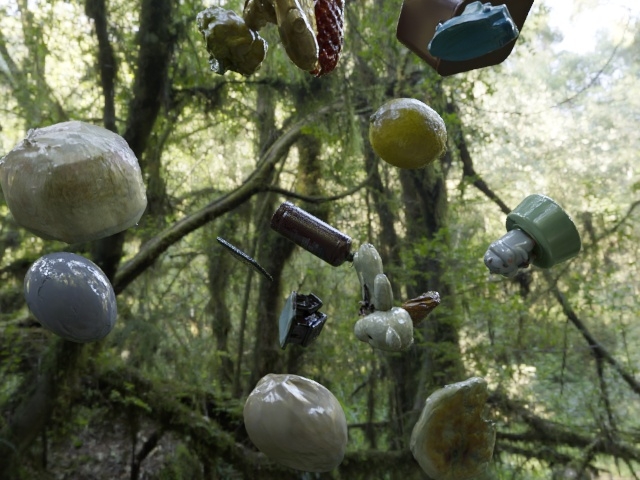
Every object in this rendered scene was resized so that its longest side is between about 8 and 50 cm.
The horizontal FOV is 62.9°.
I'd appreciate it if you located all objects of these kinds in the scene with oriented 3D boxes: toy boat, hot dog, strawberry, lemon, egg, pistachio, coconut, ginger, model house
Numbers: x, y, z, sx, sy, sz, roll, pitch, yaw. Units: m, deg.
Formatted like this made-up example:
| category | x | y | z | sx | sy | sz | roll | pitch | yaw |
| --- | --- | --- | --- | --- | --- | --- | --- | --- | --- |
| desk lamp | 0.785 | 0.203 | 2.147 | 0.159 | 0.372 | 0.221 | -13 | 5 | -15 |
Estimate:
| category | x | y | z | sx | sy | sz | roll | pitch | yaw |
| --- | --- | --- | --- | --- | --- | --- | --- | --- | --- |
| toy boat | 0.313 | -0.434 | 1.083 | 0.215 | 0.102 | 0.088 | 1 | -43 | 52 |
| hot dog | 0.275 | 0.188 | 1.455 | 0.099 | 0.065 | 0.147 | -19 | -27 | -26 |
| strawberry | 0.016 | -0.731 | 1.793 | 0.149 | 0.336 | 0.265 | -9 | -1 | -17 |
| lemon | 0.316 | -0.376 | 1.872 | 0.320 | 0.245 | 0.245 | 20 | -22 | -22 |
| egg | -0.484 | 0.111 | 1.023 | 0.146 | 0.198 | 0.146 | -43 | -6 | -5 |
| pistachio | -0.052 | 0.482 | 1.378 | 0.332 | 0.226 | 0.208 | 39 | -10 | -21 |
| coconut | -0.563 | -0.139 | 1.197 | 0.297 | 0.254 | 0.297 | -8 | 17 | 2 |
| ginger | -0.124 | -0.670 | 1.412 | 0.122 | 0.363 | 0.348 | -21 | -38 | -14 |
| model house | -0.044 | 0.247 | 1.623 | 0.152 | 0.165 | 0.106 | 11 | 25 | -27 |

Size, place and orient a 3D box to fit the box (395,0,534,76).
| category | x | y | z | sx | sy | sz | roll | pitch | yaw |
| --- | --- | --- | --- | --- | --- | --- | --- | --- | --- |
| box | 0.431 | -0.681 | 1.603 | 0.339 | 0.229 | 0.239 | -20 | -38 | -29 |

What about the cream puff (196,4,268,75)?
| category | x | y | z | sx | sy | sz | roll | pitch | yaw |
| --- | --- | --- | --- | --- | --- | --- | --- | --- | --- |
| cream puff | -0.320 | -0.659 | 1.789 | 0.282 | 0.185 | 0.282 | 30 | 1 | -1 |

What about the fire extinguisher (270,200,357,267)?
| category | x | y | z | sx | sy | sz | roll | pitch | yaw |
| --- | --- | --- | --- | --- | --- | --- | --- | --- | --- |
| fire extinguisher | 0.000 | 0.000 | 1.752 | 0.337 | 0.114 | 0.135 | 31 | -21 | 13 |

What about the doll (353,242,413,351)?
| category | x | y | z | sx | sy | sz | roll | pitch | yaw |
| --- | --- | --- | --- | --- | --- | --- | --- | --- | --- |
| doll | 0.132 | 0.150 | 1.315 | 0.149 | 0.278 | 0.175 | -23 | -16 | 21 |

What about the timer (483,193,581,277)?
| category | x | y | z | sx | sy | sz | roll | pitch | yaw |
| --- | --- | --- | --- | --- | --- | --- | --- | --- | --- |
| timer | 0.768 | 0.022 | 1.998 | 0.315 | 0.290 | 0.291 | -33 | -10 | -8 |

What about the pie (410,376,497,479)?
| category | x | y | z | sx | sy | sz | roll | pitch | yaw |
| --- | --- | --- | --- | --- | --- | --- | --- | --- | --- |
| pie | 0.399 | 0.556 | 1.515 | 0.338 | 0.337 | 0.075 | 3 | 5 | -30 |

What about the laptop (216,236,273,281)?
| category | x | y | z | sx | sy | sz | roll | pitch | yaw |
| --- | --- | --- | --- | --- | --- | --- | --- | --- | --- |
| laptop | -0.228 | 0.057 | 1.575 | 0.180 | 0.016 | 0.129 | 28 | -15 | 33 |
